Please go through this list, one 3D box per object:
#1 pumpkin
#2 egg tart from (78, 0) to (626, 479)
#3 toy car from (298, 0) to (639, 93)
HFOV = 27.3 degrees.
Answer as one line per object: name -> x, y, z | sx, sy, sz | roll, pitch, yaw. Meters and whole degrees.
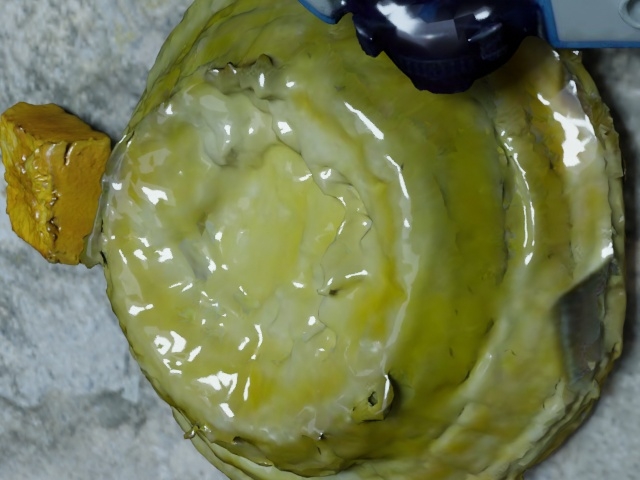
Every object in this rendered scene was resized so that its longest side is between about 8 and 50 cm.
pumpkin -> -0.141, -0.031, 0.719 | 0.083, 0.054, 0.074 | 29, 123, 48
egg tart -> 0.000, 0.000, 0.596 | 0.290, 0.115, 0.290 | 6, 102, 30
toy car -> 0.106, -0.165, 0.448 | 0.314, 0.166, 0.198 | 4, 139, 26
